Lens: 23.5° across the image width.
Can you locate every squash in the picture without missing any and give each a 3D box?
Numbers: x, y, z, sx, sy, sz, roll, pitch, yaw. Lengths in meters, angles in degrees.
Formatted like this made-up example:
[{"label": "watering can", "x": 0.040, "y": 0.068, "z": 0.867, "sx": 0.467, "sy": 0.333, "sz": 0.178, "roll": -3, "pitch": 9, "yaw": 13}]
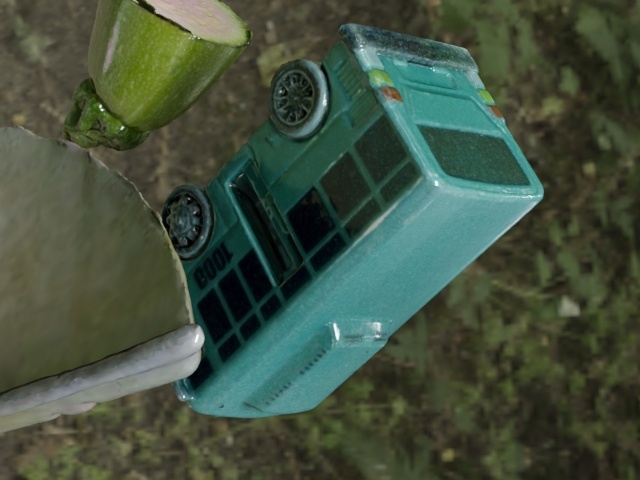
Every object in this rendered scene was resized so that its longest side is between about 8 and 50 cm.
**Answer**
[{"label": "squash", "x": -0.120, "y": -0.102, "z": 1.017, "sx": 0.105, "sy": 0.105, "sz": 0.132, "roll": 9, "pitch": 119, "yaw": -45}]

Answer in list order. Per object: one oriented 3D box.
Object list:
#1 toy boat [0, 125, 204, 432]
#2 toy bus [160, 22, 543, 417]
[{"label": "toy boat", "x": -0.214, "y": 0.043, "z": 0.909, "sx": 0.111, "sy": 0.293, "sz": 0.276, "roll": 53, "pitch": 10, "yaw": -50}, {"label": "toy bus", "x": 0.000, "y": 0.000, "z": 0.953, "sx": 0.128, "sy": 0.256, "sz": 0.147, "roll": 4, "pitch": 49, "yaw": -47}]
